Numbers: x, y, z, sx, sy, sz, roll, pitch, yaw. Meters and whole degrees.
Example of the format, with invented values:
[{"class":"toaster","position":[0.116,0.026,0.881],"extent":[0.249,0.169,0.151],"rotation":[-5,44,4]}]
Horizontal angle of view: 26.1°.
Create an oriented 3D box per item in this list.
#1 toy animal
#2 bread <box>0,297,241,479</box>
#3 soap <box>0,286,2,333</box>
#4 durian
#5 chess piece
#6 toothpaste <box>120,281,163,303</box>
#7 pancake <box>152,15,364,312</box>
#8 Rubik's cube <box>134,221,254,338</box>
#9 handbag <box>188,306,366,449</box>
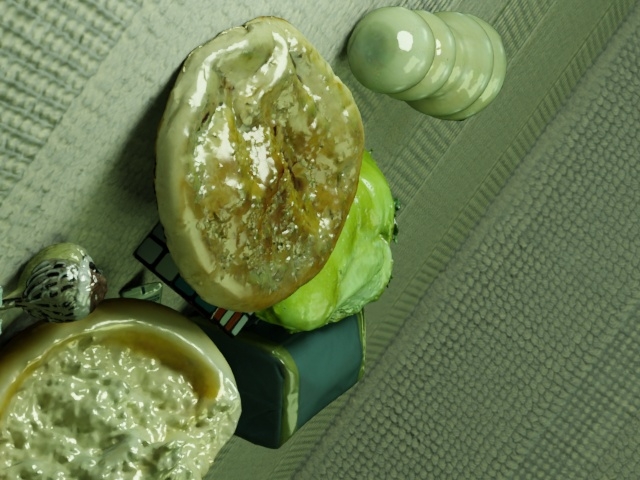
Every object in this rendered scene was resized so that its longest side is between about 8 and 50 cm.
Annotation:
[{"class":"toy animal","position":[-0.318,0.064,1.650],"extent":[0.137,0.098,0.098],"rotation":[-41,160,-37]},{"class":"bread","position":[-0.290,0.277,1.749],"extent":[0.424,0.329,0.245],"rotation":[-50,165,-34]},{"class":"soap","position":[-0.452,0.136,1.423],"extent":[0.289,0.095,0.173],"rotation":[-53,163,-1]},{"class":"durian","position":[0.000,0.000,2.158],"extent":[0.339,0.256,0.204],"rotation":[-24,176,-46]},{"class":"chess piece","position":[0.155,-0.284,2.149],"extent":[0.182,0.182,0.330],"rotation":[-58,158,16]},{"class":"toothpaste","position":[-0.260,0.127,2.041],"extent":[0.062,0.039,0.239],"rotation":[-13,152,-12]},{"class":"pancake","position":[-0.071,-0.094,1.777],"extent":[0.387,0.082,0.387],"rotation":[-15,110,-49]},{"class":"Rubik's cube","position":[-0.145,0.024,1.953],"extent":[0.154,0.151,0.155],"rotation":[-50,163,-7]},{"class":"handbag","position":[-0.083,0.187,2.267],"extent":[0.241,0.263,0.222],"rotation":[-30,127,-48]}]
